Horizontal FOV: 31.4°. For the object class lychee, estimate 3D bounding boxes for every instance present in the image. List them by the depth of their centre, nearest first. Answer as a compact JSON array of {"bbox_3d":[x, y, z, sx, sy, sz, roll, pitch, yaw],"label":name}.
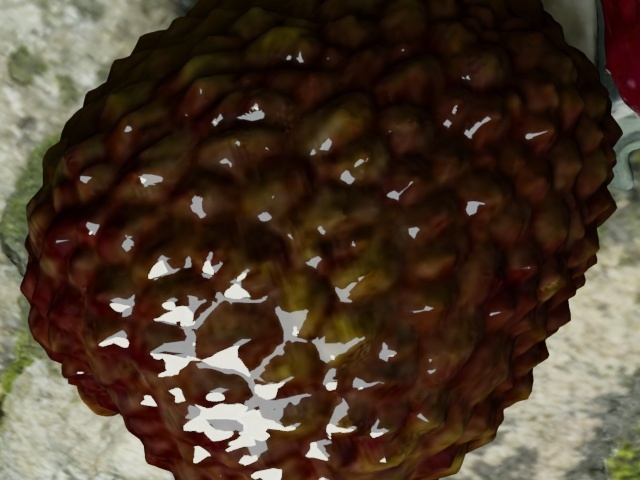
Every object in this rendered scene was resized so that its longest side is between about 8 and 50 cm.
[{"bbox_3d":[0.000,0.000,0.494,0.271,0.236,0.236,-41,113,13],"label":"lychee"}]

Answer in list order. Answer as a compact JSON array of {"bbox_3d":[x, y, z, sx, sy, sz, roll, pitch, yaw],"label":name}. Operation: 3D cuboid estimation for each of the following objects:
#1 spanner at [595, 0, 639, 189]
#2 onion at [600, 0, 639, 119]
[{"bbox_3d":[0.129,-0.139,0.469,0.071,0.017,0.302,-2,131,18],"label":"spanner"},{"bbox_3d":[0.219,-0.098,0.361,0.252,0.252,0.219,-2,175,21],"label":"onion"}]
